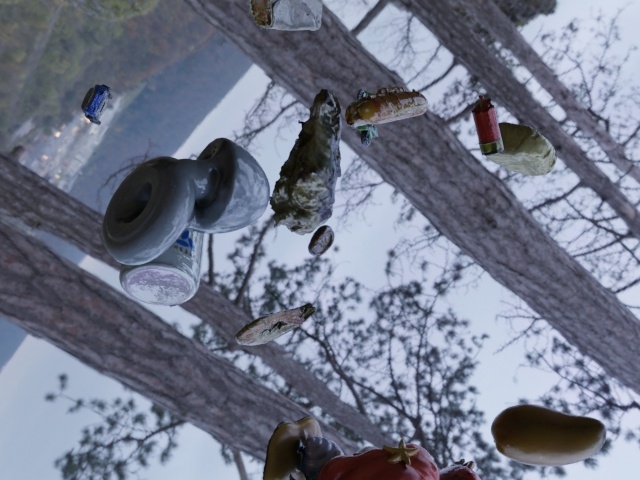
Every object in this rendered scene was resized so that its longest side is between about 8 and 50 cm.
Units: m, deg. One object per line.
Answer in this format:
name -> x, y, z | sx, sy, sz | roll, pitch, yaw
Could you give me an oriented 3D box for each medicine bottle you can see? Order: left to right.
medicine bottle -> -0.347, -0.012, 1.267 | 0.170, 0.170, 0.293 | -42, -142, 35

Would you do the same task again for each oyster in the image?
oyster -> -0.015, -0.176, 1.296 | 0.197, 0.132, 0.338 | 1, 97, -71

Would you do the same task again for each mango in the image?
mango -> 0.386, 0.332, 0.957 | 0.085, 0.183, 0.102 | -45, 133, -78

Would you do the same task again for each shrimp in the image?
shrimp -> -0.095, 0.190, 1.292 | 0.217, 0.051, 0.115 | -15, 158, -33

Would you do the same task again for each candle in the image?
candle -> 0.360, -0.252, 1.217 | 0.051, 0.131, 0.052 | -18, -161, 6

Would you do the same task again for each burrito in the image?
burrito -> -0.058, -0.450, 1.094 | 0.226, 0.060, 0.087 | -24, 135, -55

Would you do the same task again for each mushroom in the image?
mushroom -> 0.000, 0.000, 2.007 | 0.052, 0.123, 0.123 | 30, -96, 32

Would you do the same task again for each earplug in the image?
earplug -> -0.252, -0.069, 1.047 | 0.325, 0.175, 0.214 | -23, -133, -12

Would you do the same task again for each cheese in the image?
cheese -> 0.636, -0.281, 1.785 | 0.226, 0.213, 0.117 | 29, -89, 52

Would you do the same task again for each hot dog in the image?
hot dog -> 0.152, -0.305, 1.258 | 0.250, 0.076, 0.104 | -23, -160, -40

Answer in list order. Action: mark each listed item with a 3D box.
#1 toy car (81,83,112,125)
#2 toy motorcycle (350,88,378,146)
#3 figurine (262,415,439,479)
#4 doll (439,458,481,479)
toy car -> -0.634, -0.386, 1.575 | 0.103, 0.063, 0.216 | -66, -161, -2
toy motorcycle -> 0.145, -0.400, 1.792 | 0.074, 0.190, 0.106 | 6, -143, 23
figurine -> 0.041, 0.397, 0.895 | 0.256, 0.208, 0.181 | -4, -98, 44
doll -> 0.227, 0.471, 1.041 | 0.183, 0.085, 0.217 | -41, -175, -38
